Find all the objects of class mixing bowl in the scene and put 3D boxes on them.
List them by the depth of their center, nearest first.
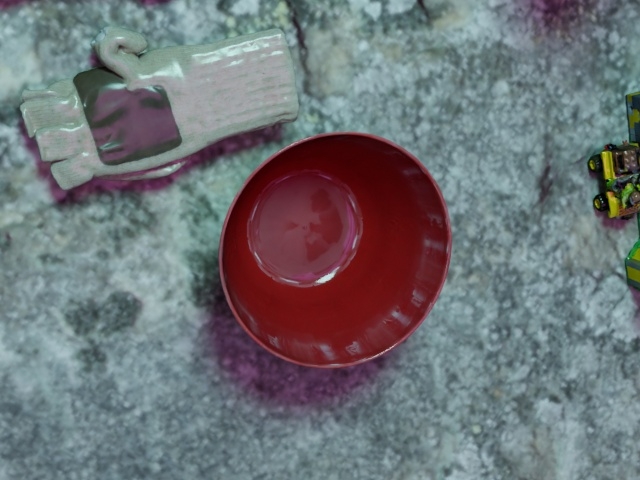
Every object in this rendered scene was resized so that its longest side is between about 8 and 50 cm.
[{"bbox_3d":[0.000,0.000,0.903,0.181,0.098,0.182,-3,102,-17],"label":"mixing bowl"}]

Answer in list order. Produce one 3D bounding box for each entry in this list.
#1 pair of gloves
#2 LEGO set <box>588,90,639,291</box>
[{"bbox_3d":[-0.140,-0.165,0.854,0.204,0.042,0.240,-23,106,-8],"label":"pair of gloves"},{"bbox_3d":[0.418,-0.053,0.973,0.331,0.192,0.255,-7,104,-16],"label":"LEGO set"}]
